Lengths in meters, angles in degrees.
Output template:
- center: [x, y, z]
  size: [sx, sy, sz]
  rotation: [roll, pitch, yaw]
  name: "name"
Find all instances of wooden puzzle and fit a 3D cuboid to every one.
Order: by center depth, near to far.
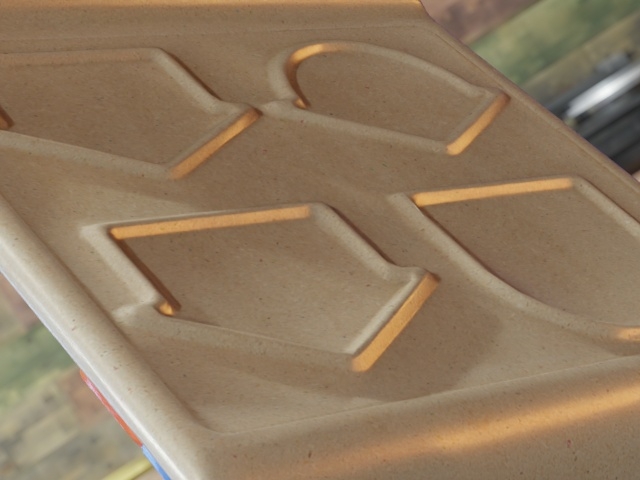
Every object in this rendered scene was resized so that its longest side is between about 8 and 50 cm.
- center: [0.000, 0.000, 0.784]
  size: [0.322, 0.348, 0.080]
  rotation: [-7, -48, -38]
  name: "wooden puzzle"
